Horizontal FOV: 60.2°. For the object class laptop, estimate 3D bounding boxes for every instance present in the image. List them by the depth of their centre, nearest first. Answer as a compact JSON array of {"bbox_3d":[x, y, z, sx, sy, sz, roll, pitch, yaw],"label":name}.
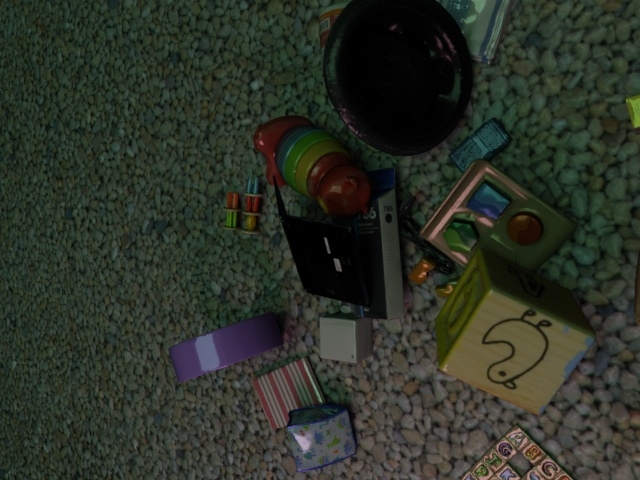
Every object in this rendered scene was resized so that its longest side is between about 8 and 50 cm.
[{"bbox_3d":[0.000,0.000,1.226,0.264,0.137,0.234,10,137,29],"label":"laptop"}]

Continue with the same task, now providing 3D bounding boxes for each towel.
[{"bbox_3d":[0.326,-0.190,1.130,0.119,0.029,0.067,-40,72,28],"label":"towel"},{"bbox_3d":[0.259,-0.499,1.147,0.285,0.034,0.209,24,106,29],"label":"towel"},{"bbox_3d":[-0.080,0.400,1.444,0.197,0.029,0.144,-30,78,28],"label":"towel"}]

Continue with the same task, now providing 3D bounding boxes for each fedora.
[{"bbox_3d":[0.138,-0.335,1.116,0.152,0.333,0.334,-146,64,-63],"label":"fedora"}]

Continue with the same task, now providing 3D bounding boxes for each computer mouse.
[{"bbox_3d":[0.276,-0.071,1.158,0.184,0.060,0.262,44,127,18],"label":"computer mouse"}]

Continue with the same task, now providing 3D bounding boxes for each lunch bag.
[{"bbox_3d":[0.004,0.473,1.341,0.151,0.096,0.129,-12,103,5],"label":"lunch bag"}]

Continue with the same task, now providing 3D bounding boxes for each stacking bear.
[{"bbox_3d":[0.000,-0.152,1.223,0.289,0.164,0.175,44,160,41],"label":"stacking bear"}]

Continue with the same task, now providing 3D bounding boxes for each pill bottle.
[{"bbox_3d":[0.062,-0.402,1.230,0.121,0.121,0.216,-2,93,33],"label":"pill bottle"}]

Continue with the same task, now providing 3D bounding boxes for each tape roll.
[{"bbox_3d":[-0.234,0.266,1.382,0.274,0.274,0.090,-26,81,32],"label":"tape roll"}]

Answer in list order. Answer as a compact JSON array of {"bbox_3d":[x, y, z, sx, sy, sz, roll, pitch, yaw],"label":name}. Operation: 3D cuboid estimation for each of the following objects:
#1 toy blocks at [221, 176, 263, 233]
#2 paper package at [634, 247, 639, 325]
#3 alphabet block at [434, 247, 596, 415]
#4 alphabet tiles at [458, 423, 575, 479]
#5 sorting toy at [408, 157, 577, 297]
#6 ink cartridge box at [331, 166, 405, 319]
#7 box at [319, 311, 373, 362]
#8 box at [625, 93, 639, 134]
[{"bbox_3d":[-0.208,-0.099,1.468,0.123,0.054,0.148,11,100,31],"label":"toy blocks"},{"bbox_3d":[0.624,0.054,0.781,0.309,0.324,0.168,14,102,31],"label":"paper package"},{"bbox_3d":[0.341,0.160,1.010,0.197,0.193,0.192,24,110,0],"label":"alphabet block"},{"bbox_3d":[0.432,0.529,1.132,0.237,0.009,0.198,44,115,23],"label":"alphabet tiles"},{"bbox_3d":[0.314,0.017,1.098,0.229,0.041,0.307,36,125,6],"label":"sorting toy"},{"bbox_3d":[0.102,0.007,1.247,0.165,0.065,0.333,-4,91,51],"label":"ink cartridge box"},{"bbox_3d":[0.061,0.226,1.300,0.101,0.087,0.102,1,95,33],"label":"box"},{"bbox_3d":[0.633,-0.238,0.896,0.232,0.087,0.058,-15,83,34],"label":"box"}]
